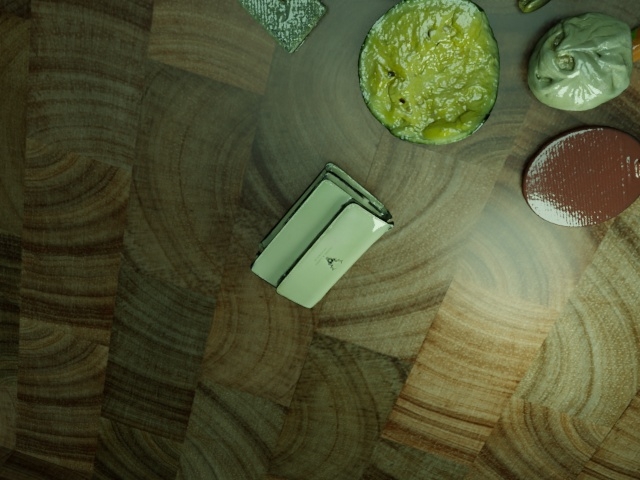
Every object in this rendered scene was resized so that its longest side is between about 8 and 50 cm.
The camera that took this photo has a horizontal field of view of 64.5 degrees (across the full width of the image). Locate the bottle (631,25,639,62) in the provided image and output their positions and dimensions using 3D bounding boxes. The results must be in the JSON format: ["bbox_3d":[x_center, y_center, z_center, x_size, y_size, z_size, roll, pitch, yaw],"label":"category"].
[{"bbox_3d":[0.749,-0.462,1.159,0.187,0.069,0.069,-28,106,17],"label":"bottle"}]

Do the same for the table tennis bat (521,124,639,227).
[{"bbox_3d":[0.732,-0.171,1.296,0.414,0.051,0.268,-12,111,15],"label":"table tennis bat"}]

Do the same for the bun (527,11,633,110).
[{"bbox_3d":[0.577,-0.401,1.144,0.230,0.133,0.231,14,113,35],"label":"bun"}]

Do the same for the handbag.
[{"bbox_3d":[0.000,0.000,1.423,0.236,0.160,0.358,36,114,-15],"label":"handbag"}]

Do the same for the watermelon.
[{"bbox_3d":[0.262,-0.399,1.198,0.330,0.189,0.331,9,114,21],"label":"watermelon"}]

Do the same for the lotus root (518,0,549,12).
[{"bbox_3d":[0.503,-0.563,1.161,0.099,0.049,0.054,-28,98,19],"label":"lotus root"}]

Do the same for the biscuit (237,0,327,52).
[{"bbox_3d":[-0.114,-0.599,1.243,0.250,0.046,0.147,44,113,-11],"label":"biscuit"}]
